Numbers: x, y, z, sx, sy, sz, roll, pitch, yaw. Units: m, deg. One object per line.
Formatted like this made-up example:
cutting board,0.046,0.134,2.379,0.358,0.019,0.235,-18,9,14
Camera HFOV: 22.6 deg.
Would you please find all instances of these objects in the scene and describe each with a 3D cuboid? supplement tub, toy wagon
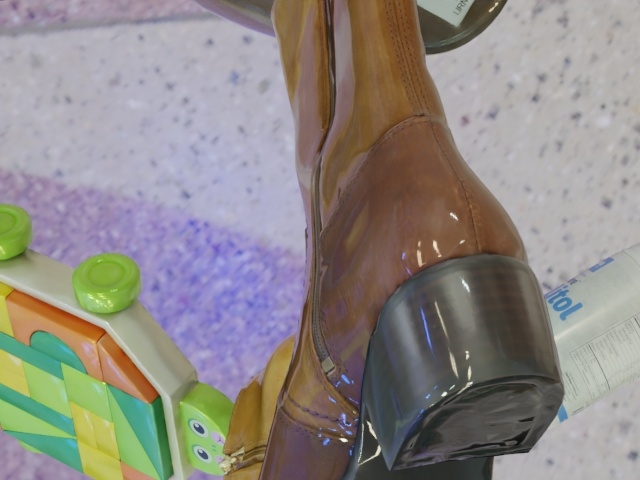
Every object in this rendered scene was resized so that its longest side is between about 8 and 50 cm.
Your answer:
supplement tub,0.157,0.056,0.934,0.107,0.071,0.071,-31,102,-2
toy wagon,-0.186,0.120,1.378,0.344,0.068,0.267,23,138,26

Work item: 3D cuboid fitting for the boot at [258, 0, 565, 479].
boot,0.000,0.000,0.721,0.096,0.280,0.264,-5,147,-15

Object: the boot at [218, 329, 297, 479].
boot,0.003,0.198,1.014,0.104,0.295,0.211,7,154,-20

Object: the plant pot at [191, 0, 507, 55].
plant pot,0.023,-0.204,1.006,0.230,0.215,0.215,-136,39,-53
